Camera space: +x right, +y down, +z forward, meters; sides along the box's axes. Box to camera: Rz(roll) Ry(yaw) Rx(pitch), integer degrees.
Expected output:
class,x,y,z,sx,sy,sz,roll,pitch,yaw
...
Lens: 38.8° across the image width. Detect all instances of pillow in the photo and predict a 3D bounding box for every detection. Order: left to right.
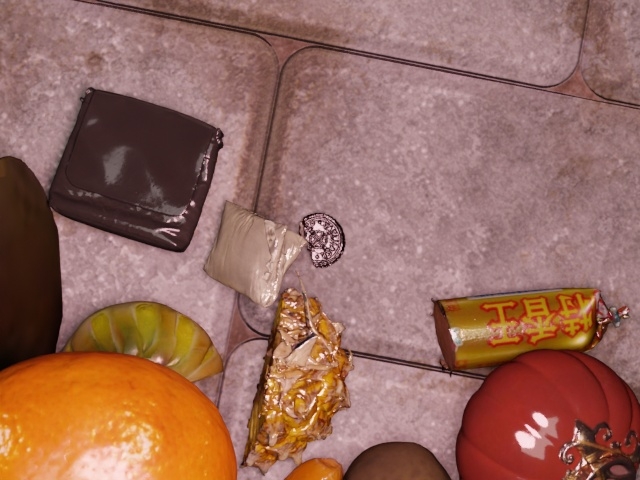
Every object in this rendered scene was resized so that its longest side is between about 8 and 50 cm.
class,x,y,z,sx,sy,sz,roll,pitch,yaw
pillow,-0.114,0.018,1.441,0.077,0.181,0.134,18,96,-43

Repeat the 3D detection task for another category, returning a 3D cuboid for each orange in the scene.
class,x,y,z,sx,sy,sz,roll,pitch,yaw
orange,-0.318,0.348,1.223,0.423,0.424,0.326,-5,48,-2

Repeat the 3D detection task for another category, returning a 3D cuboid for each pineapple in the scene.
class,x,y,z,sx,sy,sz,roll,pitch,yaw
pineapple,-0.021,0.229,1.430,0.161,0.158,0.335,16,86,-1

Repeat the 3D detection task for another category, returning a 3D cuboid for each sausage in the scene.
class,x,y,z,sx,sy,sz,roll,pitch,yaw
sausage,-0.053,0.442,1.448,0.098,0.098,0.238,42,89,0
sausage,0.343,0.142,1.468,0.317,0.117,0.125,-5,96,-2

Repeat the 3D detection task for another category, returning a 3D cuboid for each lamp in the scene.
class,x,y,z,sx,sy,sz,roll,pitch,yaw
lamp,0.348,0.312,1.383,0.303,0.257,0.303,-12,116,-25

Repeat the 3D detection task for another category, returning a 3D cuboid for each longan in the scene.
class,x,y,z,sx,sy,sz,roll,pitch,yaw
longan,0.117,0.414,1.415,0.198,0.198,0.213,-13,100,-3

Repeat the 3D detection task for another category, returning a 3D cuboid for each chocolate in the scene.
class,x,y,z,sx,sy,sz,roll,pitch,yaw
chocolate,-0.570,0.043,1.358,0.296,0.314,0.326,-7,91,6

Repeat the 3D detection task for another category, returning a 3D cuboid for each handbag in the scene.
class,x,y,z,sx,sy,sz,roll,pitch,yaw
handbag,-0.298,-0.113,1.482,0.246,0.080,0.223,18,80,1

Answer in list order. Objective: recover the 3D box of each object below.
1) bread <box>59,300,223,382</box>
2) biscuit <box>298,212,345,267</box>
class,x,y,z,sx,sy,sz,roll,pitch,yaw
bread,-0.296,0.172,1.427,0.260,0.158,0.156,-16,85,-5
biscuit,0.000,0.000,1.507,0.087,0.027,0.089,24,87,-1
